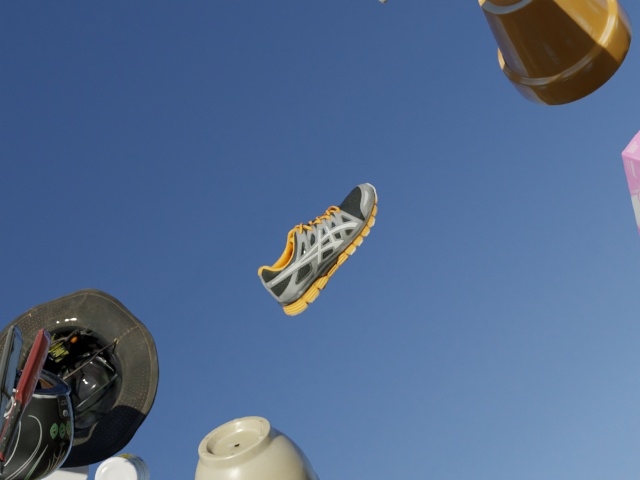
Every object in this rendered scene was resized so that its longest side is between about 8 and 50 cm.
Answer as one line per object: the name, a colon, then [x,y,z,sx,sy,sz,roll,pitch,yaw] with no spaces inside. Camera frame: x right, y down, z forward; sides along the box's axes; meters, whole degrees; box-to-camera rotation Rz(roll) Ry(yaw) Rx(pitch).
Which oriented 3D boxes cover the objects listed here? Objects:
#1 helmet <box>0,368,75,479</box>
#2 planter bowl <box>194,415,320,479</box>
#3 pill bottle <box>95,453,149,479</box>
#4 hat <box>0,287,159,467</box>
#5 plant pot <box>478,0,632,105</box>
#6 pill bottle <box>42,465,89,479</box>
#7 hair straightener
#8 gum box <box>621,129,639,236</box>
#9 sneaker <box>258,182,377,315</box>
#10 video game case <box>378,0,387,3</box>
helmet: [-0.439,0.275,1.986,0.169,0.169,0.162,4,-76,-48]
planter bowl: [-0.091,0.291,1.724,0.162,0.162,0.109,-27,-69,-16]
pill bottle: [-0.288,0.348,2.025,0.065,0.065,0.116,-37,-6,0]
hat: [-0.397,0.252,2.276,0.331,0.331,0.134,-33,-35,-6]
plant pot: [0.337,-0.339,2.065,0.205,0.205,0.188,-41,-47,8]
pill bottle: [-0.488,0.431,2.446,0.124,0.124,0.221,-16,-15,-31]
hair straightener: [-0.413,0.214,1.726,0.047,0.089,0.231,71,-150,-66]
gum box: [0.491,-0.062,1.897,0.062,0.107,0.188,-49,-41,-21]
sneaker: [0.000,0.000,1.894,0.215,0.083,0.084,-52,12,-13]
video game case: [0.089,-0.399,1.719,0.022,0.173,0.190,33,-85,-36]
